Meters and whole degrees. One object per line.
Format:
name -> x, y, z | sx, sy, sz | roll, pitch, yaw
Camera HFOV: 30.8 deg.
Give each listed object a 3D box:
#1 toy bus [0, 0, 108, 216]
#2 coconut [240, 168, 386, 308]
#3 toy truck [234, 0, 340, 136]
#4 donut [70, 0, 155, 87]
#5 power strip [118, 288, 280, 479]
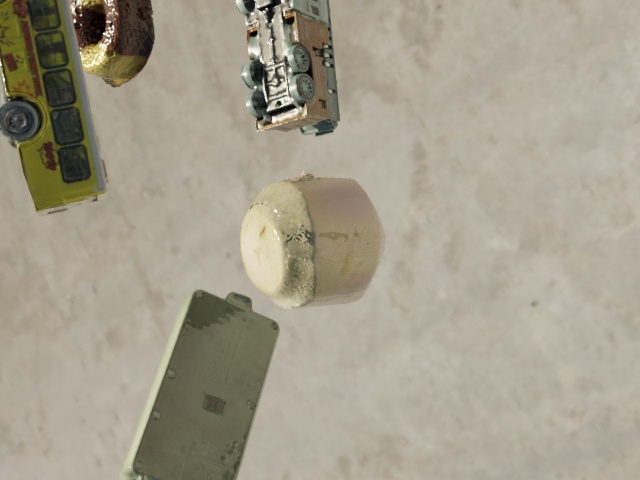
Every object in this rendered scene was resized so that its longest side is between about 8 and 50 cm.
toy bus -> -0.215, -0.134, 0.877 | 0.081, 0.074, 0.226 | 158, 100, -81
coconut -> 0.000, 0.000, 1.823 | 0.224, 0.234, 0.224 | 31, 130, 47
toy truck -> -0.047, -0.369, 2.175 | 0.133, 0.184, 0.338 | -13, 78, 36
donut -> -0.253, -0.255, 1.395 | 0.140, 0.059, 0.140 | -5, 83, 46
power strip -> -0.126, 0.174, 1.261 | 0.118, 0.270, 0.046 | 24, 141, -11
